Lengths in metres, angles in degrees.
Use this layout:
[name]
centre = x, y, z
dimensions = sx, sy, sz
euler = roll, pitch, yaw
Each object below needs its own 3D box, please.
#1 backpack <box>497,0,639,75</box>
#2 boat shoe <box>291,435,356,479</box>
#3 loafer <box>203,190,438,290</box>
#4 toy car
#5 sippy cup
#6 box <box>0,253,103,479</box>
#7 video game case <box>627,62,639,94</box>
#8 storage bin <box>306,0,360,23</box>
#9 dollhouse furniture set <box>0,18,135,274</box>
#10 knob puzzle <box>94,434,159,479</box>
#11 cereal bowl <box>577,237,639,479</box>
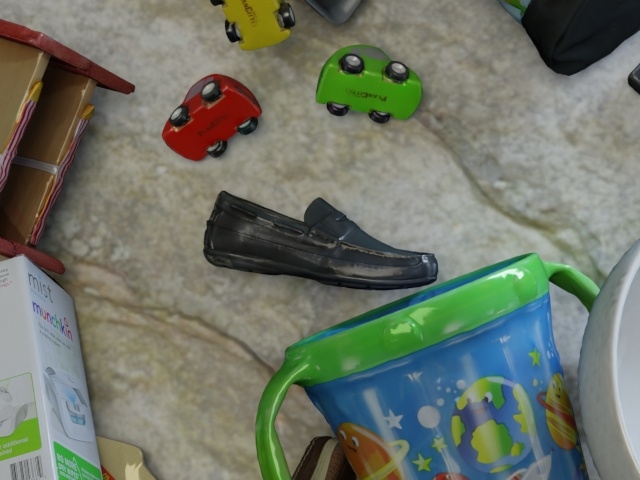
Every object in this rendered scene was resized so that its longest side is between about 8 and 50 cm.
[backpack]
centre = 0.195, -0.378, 1.335
dimensions = 0.290, 0.273, 0.356
euler = -39, 64, 10
[boat shoe]
centre = -0.051, 0.287, 1.344
dimensions = 0.095, 0.095, 0.258
euler = 20, 85, 21
[loafer]
centre = 0.000, 0.000, 1.384
dimensions = 0.223, 0.076, 0.078
euler = 9, 91, 16
[toy car]
centre = -0.017, -0.160, 1.396
dimensions = 0.224, 0.239, 0.053
euler = 10, 44, -12
[sippy cup]
centre = 0.116, 0.153, 1.275
dimensions = 0.305, 0.240, 0.224
euler = -22, 89, 16
[box]
centre = -0.351, 0.168, 1.375
dimensions = 0.261, 0.127, 0.231
euler = -19, 63, 8
[video game case]
centre = 0.459, -0.143, 1.340
dimensions = 0.275, 0.035, 0.248
euler = 44, 92, 13
[storage bin]
centre = 0.009, -0.284, 1.425
dimensions = 0.091, 0.098, 0.135
euler = 33, 89, 41
[dollhouse furniture set]
centre = -0.390, -0.129, 1.464
dimensions = 0.374, 0.152, 0.201
euler = 21, 86, 30
[knob puzzle]
centre = -0.231, 0.265, 1.412
dimensions = 0.213, 0.030, 0.213
euler = -2, 82, 11
[cereal bowl]
centre = 0.353, 0.133, 1.228
dimensions = 0.338, 0.141, 0.339
euler = 7, 69, -17
